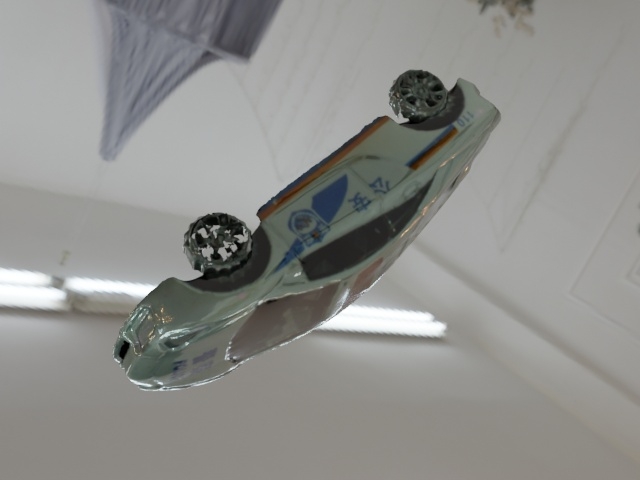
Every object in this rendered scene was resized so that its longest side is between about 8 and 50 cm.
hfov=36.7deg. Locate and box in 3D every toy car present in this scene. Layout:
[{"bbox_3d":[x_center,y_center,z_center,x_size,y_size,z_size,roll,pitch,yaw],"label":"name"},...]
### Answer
[{"bbox_3d":[0.000,0.000,0.422,0.056,0.205,0.095,45,153,12],"label":"toy car"}]
